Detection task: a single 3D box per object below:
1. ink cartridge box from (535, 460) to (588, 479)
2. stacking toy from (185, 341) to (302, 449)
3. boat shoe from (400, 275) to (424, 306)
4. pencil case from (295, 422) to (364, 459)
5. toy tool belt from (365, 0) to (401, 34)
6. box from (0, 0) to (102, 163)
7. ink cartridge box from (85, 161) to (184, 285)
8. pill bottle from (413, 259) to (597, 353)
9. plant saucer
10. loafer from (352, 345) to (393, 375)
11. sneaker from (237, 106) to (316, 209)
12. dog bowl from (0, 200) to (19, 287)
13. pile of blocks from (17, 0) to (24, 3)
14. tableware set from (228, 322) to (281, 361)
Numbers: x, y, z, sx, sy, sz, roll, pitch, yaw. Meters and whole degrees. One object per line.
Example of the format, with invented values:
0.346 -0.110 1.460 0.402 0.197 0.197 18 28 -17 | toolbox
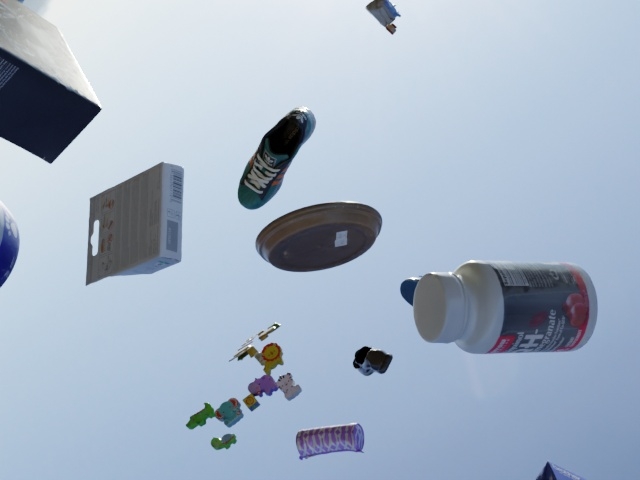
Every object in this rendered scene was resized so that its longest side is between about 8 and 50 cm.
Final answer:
0.479 0.464 1.643 0.046 0.207 0.097 -60 -170 16 | ink cartridge box
-0.143 0.299 1.796 0.221 0.167 0.052 -37 -121 -8 | stacking toy
0.342 0.158 2.554 0.089 0.258 0.109 -40 145 -54 | boat shoe
0.026 0.579 2.741 0.206 0.086 0.088 -15 -125 25 | pencil case
0.125 -0.418 1.739 0.051 0.083 0.052 -47 -138 9 | toy tool belt
-0.680 -0.382 2.021 0.179 0.312 0.343 -43 -127 12 | box
-0.332 -0.022 1.697 0.225 0.056 0.181 -21 -118 41 | ink cartridge box
0.344 0.126 1.795 0.176 0.319 0.176 -179 -90 -68 | pill bottle
0.000 0.000 2.019 0.278 0.278 0.041 -34 -122 36 | plant saucer
0.130 0.318 2.606 0.080 0.078 0.220 -61 -171 -17 | loafer
-0.126 -0.199 2.355 0.302 0.108 0.121 -57 174 19 | sneaker
-0.715 0.007 1.806 0.265 0.104 0.264 -5 -117 9 | dog bowl
-0.779 -0.658 2.393 0.113 0.149 0.362 -1 -114 67 | pile of blocks
-0.140 0.231 2.129 0.104 0.024 0.154 -33 -176 18 | tableware set
